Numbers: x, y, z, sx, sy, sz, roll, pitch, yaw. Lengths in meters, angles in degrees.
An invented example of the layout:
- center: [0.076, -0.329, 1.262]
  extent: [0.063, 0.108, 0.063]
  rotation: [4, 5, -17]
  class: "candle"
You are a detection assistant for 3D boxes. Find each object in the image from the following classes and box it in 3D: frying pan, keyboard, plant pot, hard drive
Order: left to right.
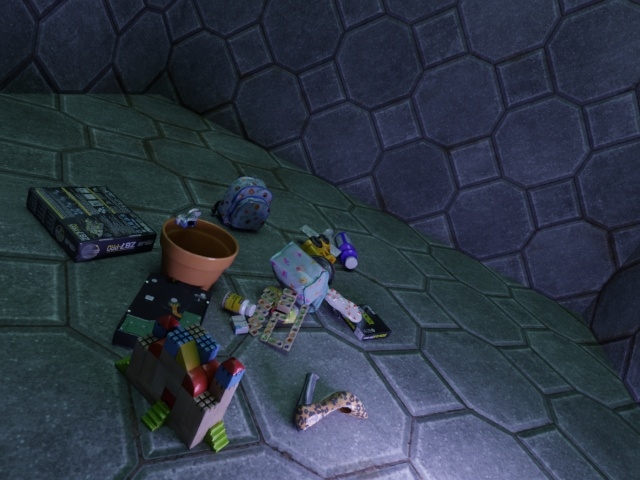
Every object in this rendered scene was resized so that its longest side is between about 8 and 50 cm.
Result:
- center: [-0.508, 0.249, 1.464]
  extent: [0.236, 0.064, 0.339]
  rotation: [21, 23, -12]
  class: "hard drive"
- center: [-0.487, 0.068, 1.694]
  extent: [0.290, 0.204, 0.291]
  rotation: [22, 23, -10]
  class: "plant pot"
- center: [-0.025, 0.206, 2.006]
  extent: [0.197, 0.053, 0.326]
  rotation: [-7, 60, 1]
  class: "frying pan"
- center: [0.000, 0.000, 2.417]
  extent: [0.256, 0.014, 0.072]
  rotation: [37, 39, 9]
  class: "keyboard"

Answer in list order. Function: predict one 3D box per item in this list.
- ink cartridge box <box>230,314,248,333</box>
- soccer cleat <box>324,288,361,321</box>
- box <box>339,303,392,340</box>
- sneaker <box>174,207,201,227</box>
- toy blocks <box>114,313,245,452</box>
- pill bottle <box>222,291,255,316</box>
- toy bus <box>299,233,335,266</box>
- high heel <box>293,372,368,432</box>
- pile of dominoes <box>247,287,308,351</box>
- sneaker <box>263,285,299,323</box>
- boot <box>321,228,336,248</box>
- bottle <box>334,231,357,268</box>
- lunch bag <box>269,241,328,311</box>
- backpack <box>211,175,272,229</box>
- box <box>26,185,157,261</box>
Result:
- center: [-0.297, 0.300, 1.607]
  extent: [0.048, 0.028, 0.083]
  rotation: [-3, 34, -27]
  class: "ink cartridge box"
- center: [0.097, 0.284, 1.923]
  extent: [0.196, 0.076, 0.068]
  rotation: [41, 62, 3]
  class: "soccer cleat"
- center: [0.197, 0.365, 1.978]
  extent: [0.184, 0.045, 0.191]
  rotation: [1, 34, -39]
  class: "box"
- center: [-0.497, -0.078, 1.687]
  extent: [0.058, 0.052, 0.135]
  rotation: [38, 31, 5]
  class: "sneaker"
- center: [-0.363, 0.341, 1.165]
  extent: [0.381, 0.261, 0.190]
  rotation: [35, 25, 22]
  class: "toy blocks"
- center: [-0.306, 0.243, 1.659]
  extent: [0.116, 0.065, 0.065]
  rotation: [19, 21, 14]
  class: "pill bottle"
- center: [0.004, 0.090, 2.261]
  extent: [0.211, 0.149, 0.220]
  rotation: [47, 25, 15]
  class: "toy bus"
- center: [0.034, 0.559, 1.389]
  extent: [0.261, 0.093, 0.186]
  rotation: [34, 43, -13]
  class: "high heel"
- center: [-0.164, 0.281, 1.673]
  extent: [0.195, 0.040, 0.251]
  rotation: [19, 40, 6]
  class: "pile of dominoes"
- center: [-0.173, 0.258, 1.779]
  extent: [0.094, 0.082, 0.208]
  rotation: [-11, 41, -46]
  class: "sneaker"
- center: [0.042, 0.021, 2.516]
  extent: [0.123, 0.095, 0.258]
  rotation: [37, 33, 10]
  class: "boot"
- center: [0.150, 0.060, 2.501]
  extent: [0.118, 0.092, 0.283]
  rotation: [51, 12, -28]
  class: "bottle"
- center: [-0.086, 0.169, 1.869]
  extent: [0.223, 0.262, 0.160]
  rotation: [39, 64, 25]
  class: "lunch bag"
- center: [-0.381, -0.194, 2.289]
  extent: [0.276, 0.264, 0.213]
  rotation: [2, 33, -46]
  class: "backpack"
- center: [-0.894, -0.082, 1.732]
  extent: [0.394, 0.097, 0.318]
  rotation: [37, 23, 23]
  class: "box"
